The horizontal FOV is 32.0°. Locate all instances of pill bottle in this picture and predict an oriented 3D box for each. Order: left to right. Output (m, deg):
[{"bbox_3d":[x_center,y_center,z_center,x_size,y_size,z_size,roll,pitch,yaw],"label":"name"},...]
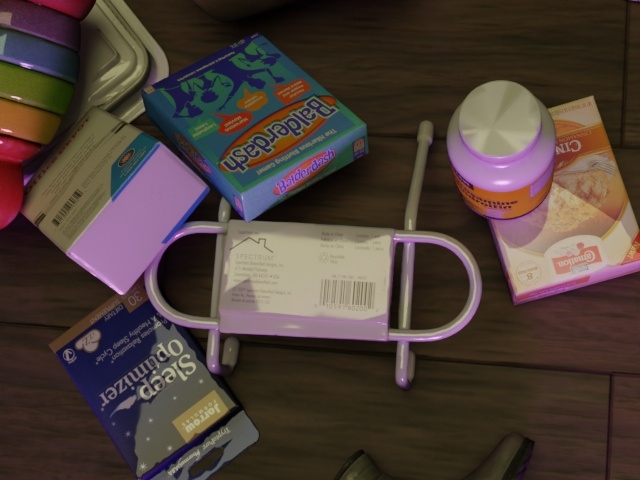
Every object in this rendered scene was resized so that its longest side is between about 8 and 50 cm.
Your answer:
[{"bbox_3d":[0.175,-0.088,1.081,0.103,0.184,0.103,-2,76,10],"label":"pill bottle"}]

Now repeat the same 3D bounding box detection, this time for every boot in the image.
[{"bbox_3d":[0.092,0.263,1.139,0.161,0.083,0.246,37,84,20],"label":"boot"}]

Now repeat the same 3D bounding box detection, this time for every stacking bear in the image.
[{"bbox_3d":[-0.352,-0.148,1.196,0.175,0.164,0.289,17,92,46],"label":"stacking bear"}]

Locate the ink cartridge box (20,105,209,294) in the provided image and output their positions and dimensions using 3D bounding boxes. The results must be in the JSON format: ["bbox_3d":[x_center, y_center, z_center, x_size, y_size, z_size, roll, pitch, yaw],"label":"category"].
[{"bbox_3d":[-0.230,-0.049,1.204,0.148,0.086,0.203,-52,34,-5],"label":"ink cartridge box"}]

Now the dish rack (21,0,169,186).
[{"bbox_3d":[-0.373,-0.236,1.333,0.285,0.072,0.333,-38,75,-2],"label":"dish rack"}]

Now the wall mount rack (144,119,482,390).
[{"bbox_3d":[0.000,0.000,1.195,0.350,0.130,0.304,3,81,9],"label":"wall mount rack"}]

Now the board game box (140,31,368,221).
[{"bbox_3d":[-0.074,-0.130,1.214,0.160,0.047,0.210,-31,53,-20],"label":"board game box"}]

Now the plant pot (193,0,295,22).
[{"bbox_3d":[-0.054,-0.360,1.238,0.229,0.263,0.263,-29,73,19],"label":"plant pot"}]

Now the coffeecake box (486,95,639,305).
[{"bbox_3d":[0.248,-0.041,1.190,0.142,0.068,0.185,-16,75,4],"label":"coffeecake box"}]

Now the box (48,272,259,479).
[{"bbox_3d":[-0.182,0.163,1.226,0.136,0.036,0.225,-37,75,-1],"label":"box"}]
